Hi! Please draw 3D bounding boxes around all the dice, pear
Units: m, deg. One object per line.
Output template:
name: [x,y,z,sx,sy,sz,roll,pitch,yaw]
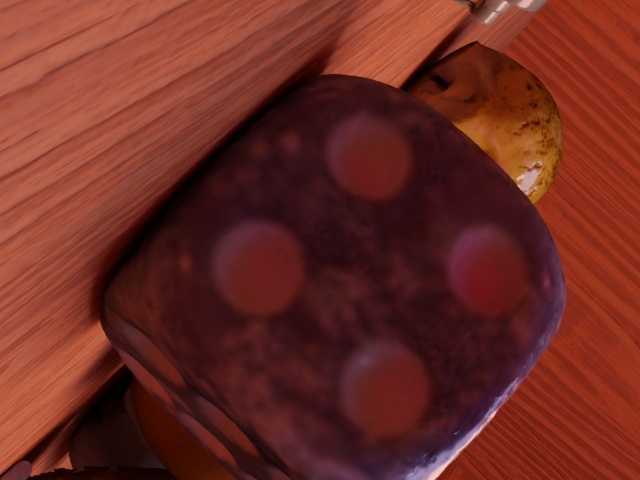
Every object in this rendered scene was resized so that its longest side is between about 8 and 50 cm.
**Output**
dice: [0.007,0.055,0.857,0.271,0.270,0.270,-45,178,-20]
pear: [0.227,-0.151,1.572,0.271,0.271,0.271,-46,178,-2]

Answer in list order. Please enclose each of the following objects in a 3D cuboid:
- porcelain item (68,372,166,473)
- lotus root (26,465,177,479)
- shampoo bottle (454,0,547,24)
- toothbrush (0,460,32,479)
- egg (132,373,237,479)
porcelain item: [-0.231,0.279,1.524,0.242,0.178,0.405,-47,180,-36]
lotus root: [-0.245,0.367,1.282,0.196,0.397,0.179,116,-26,-49]
shampoo bottle: [0.236,-0.310,1.065,0.085,0.085,0.262,-44,177,-47]
toothbrush: [-0.397,0.316,1.068,0.029,0.024,0.354,-38,-177,28]
egg: [-0.070,0.180,1.212,0.250,0.322,0.250,-20,-142,16]
